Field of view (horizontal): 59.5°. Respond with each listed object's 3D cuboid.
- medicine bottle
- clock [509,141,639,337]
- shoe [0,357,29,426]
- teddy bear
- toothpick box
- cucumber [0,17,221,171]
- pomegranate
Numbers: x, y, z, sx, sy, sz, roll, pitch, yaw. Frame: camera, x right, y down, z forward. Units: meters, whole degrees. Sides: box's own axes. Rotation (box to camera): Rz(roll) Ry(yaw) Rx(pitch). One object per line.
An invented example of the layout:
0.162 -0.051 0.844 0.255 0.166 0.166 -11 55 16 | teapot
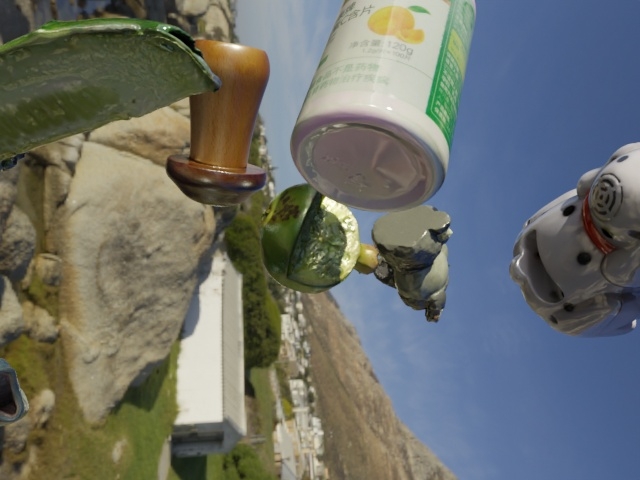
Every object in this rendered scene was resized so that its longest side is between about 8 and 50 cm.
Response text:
0.070 -0.169 0.519 0.133 0.133 0.274 106 1 -59 | medicine bottle
0.344 -0.015 0.630 0.254 0.189 0.189 101 -15 -60 | clock
-0.533 0.274 0.933 0.078 0.079 0.195 50 -38 30 | shoe
0.179 0.032 1.099 0.144 0.171 0.251 -51 144 -26 | teddy bear
-0.185 -0.212 1.045 0.192 0.192 0.294 -120 -143 -71 | toothpick box
-0.263 -0.181 0.619 0.105 0.325 0.145 -80 152 -41 | cucumber
-0.011 0.002 0.753 0.122 0.169 0.143 -16 -121 41 | pomegranate
